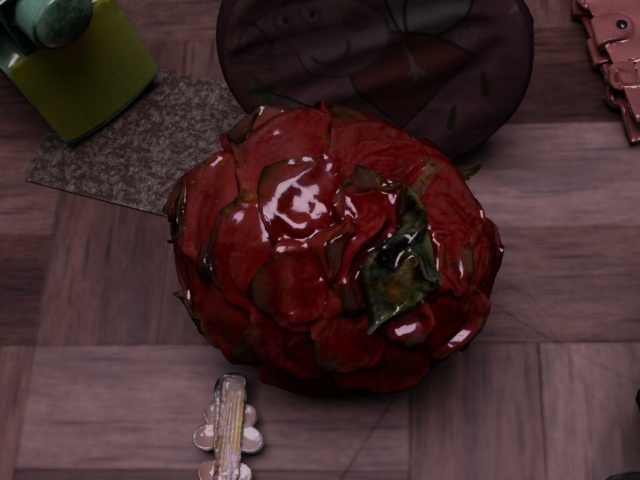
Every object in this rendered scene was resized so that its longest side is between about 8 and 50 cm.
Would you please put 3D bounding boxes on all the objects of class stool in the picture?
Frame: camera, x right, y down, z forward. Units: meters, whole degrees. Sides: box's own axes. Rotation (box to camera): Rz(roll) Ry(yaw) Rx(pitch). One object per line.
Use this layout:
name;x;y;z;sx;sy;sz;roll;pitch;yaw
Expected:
stool;0.054;-0.210;0.965;0.272;0.272;0.178;4;51;8

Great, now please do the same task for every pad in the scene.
pad;-0.154;-0.099;1.060;0.235;0.003;0.158;14;65;13

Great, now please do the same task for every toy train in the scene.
toy train;-0.323;-0.273;1.024;0.160;0.253;0.397;-42;65;-8

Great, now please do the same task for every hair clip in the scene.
hair clip;-0.077;0.212;0.870;0.062;0.056;0.214;6;54;-5

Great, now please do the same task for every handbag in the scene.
handbag;0.327;-0.203;1.033;0.157;0.059;0.213;-12;63;-1

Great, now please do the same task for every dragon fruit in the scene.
dragon fruit;0.000;0.000;0.865;0.298;0.244;0.244;20;66;32

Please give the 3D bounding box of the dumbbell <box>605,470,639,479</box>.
dumbbell;0.232;0.276;0.723;0.192;0.192;0.290;16;66;13

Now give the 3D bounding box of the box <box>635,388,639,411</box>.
box;0.417;0.072;0.737;0.339;0.239;0.229;19;94;15
